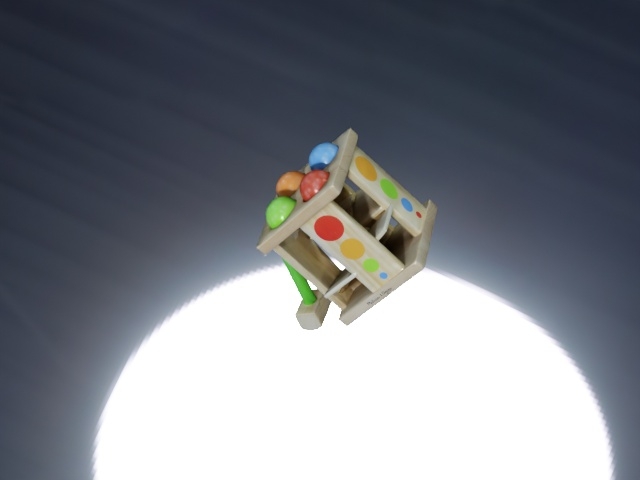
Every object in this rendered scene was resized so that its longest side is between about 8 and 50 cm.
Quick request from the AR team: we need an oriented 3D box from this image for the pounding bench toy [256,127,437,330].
[{"bbox_3d":[0.000,0.000,0.771,0.083,0.065,0.052,-39,-161,31],"label":"pounding bench toy"}]
